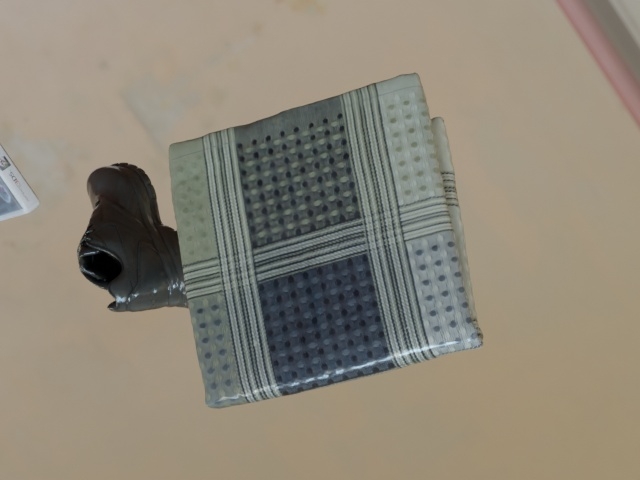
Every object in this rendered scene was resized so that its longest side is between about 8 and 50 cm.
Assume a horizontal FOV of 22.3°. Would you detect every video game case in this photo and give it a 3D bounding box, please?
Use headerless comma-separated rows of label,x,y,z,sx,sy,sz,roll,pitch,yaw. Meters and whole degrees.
video game case,-0.360,-0.092,1.587,0.022,0.173,0.190,-40,-165,-27

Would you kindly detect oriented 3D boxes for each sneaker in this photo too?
sneaker,-0.264,-0.007,2.115,0.130,0.109,0.286,-13,-143,-21

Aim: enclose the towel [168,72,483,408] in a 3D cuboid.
towel,0.000,0.000,1.746,0.312,0.324,0.056,-15,159,14
